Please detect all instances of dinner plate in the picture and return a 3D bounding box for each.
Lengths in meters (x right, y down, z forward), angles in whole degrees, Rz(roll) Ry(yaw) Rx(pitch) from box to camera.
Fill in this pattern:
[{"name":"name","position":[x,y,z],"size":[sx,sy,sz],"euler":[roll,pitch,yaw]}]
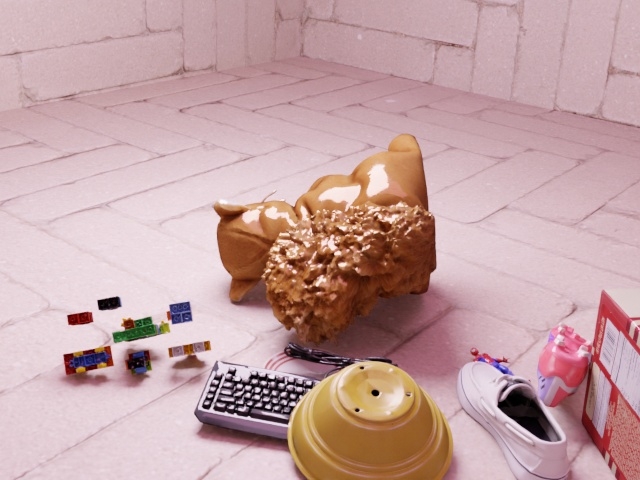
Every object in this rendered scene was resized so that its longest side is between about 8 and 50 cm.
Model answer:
[{"name":"dinner plate","position":[-0.018,0.203,1.206],"size":[0.141,0.017,0.141],"euler":[2,23,-1]}]

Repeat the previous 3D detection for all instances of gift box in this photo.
[{"name":"gift box","position":[0.504,0.182,1.032],"size":[0.258,0.255,0.276],"euler":[0,28,-3]}]

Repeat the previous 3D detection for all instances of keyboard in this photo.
[{"name":"keyboard","position":[0.000,0.211,1.137],"size":[0.317,0.033,0.201],"euler":[9,31,7]}]

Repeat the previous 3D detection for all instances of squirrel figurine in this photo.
[{"name":"squirrel figurine","position":[0.000,0.000,1.368],"size":[0.370,0.281,0.397],"euler":[-4,20,1]}]

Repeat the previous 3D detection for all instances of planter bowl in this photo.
[{"name":"planter bowl","position":[0.067,0.221,1.030],"size":[0.217,0.090,0.217],"euler":[2,37,-2]}]

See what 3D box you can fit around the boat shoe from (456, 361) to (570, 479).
[{"name":"boat shoe","position":[0.267,0.227,1.103],"size":[0.095,0.084,0.258],"euler":[-5,25,-18]}]

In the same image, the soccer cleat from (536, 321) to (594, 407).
[{"name":"soccer cleat","position":[0.368,0.186,1.214],"size":[0.083,0.095,0.248],"euler":[28,10,19]}]

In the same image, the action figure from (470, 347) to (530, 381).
[{"name":"action figure","position":[0.273,0.197,1.246],"size":[0.038,0.030,0.115],"euler":[-17,29,-29]}]

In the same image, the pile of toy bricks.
[{"name":"pile of toy bricks","position":[-0.279,0.143,1.229],"size":[0.212,0.118,0.105],"euler":[-9,-7,-6]}]
